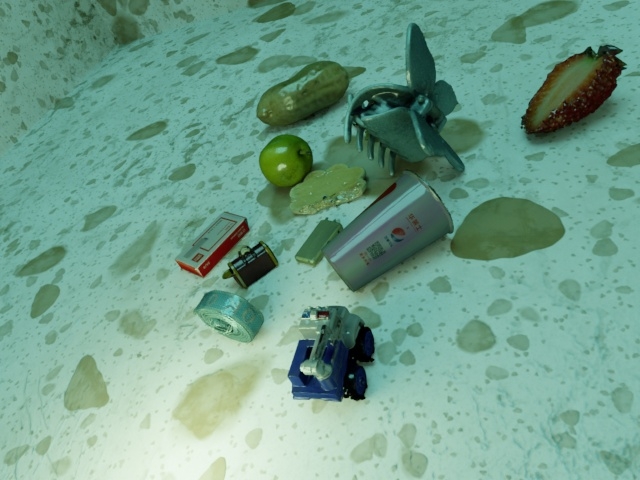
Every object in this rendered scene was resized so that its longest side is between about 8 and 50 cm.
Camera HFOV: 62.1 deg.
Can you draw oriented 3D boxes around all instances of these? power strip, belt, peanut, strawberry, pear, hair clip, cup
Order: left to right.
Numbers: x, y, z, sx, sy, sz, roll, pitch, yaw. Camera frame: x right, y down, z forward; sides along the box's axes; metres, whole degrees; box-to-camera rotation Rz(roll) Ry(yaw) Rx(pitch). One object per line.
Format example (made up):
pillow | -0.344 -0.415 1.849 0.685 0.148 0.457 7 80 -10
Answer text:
belt | -0.222 0.189 1.300 0.163 0.147 0.082 -20 31 55
pear | -0.095 -0.265 1.703 0.216 0.166 0.180 -20 11 47
peanut | -0.073 -0.563 2.040 0.387 0.169 0.192 -26 33 -1
power strip | 0.000 0.000 1.480 0.076 0.028 0.169 13 54 38
cup | 0.153 -0.013 1.304 0.288 0.203 0.203 -37 40 -5
hair clip | 0.237 -0.334 1.493 0.238 0.318 0.392 -16 66 33
strawberry | 0.700 -0.393 1.497 0.306 0.138 0.233 -50 19 9

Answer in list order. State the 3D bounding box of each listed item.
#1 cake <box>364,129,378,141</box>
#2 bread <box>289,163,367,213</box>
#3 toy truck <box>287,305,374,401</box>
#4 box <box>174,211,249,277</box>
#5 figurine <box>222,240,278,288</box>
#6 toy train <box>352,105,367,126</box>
cake | 0.255 -0.391 1.724 0.235 0.100 0.099 -27 38 -3
bread | 0.024 -0.165 1.644 0.251 0.039 0.181 -17 39 10
toy truck | 0.009 0.226 1.105 0.161 0.177 0.213 -5 44 24
box | -0.327 0.008 1.627 0.123 0.050 0.229 17 55 39
figurine | -0.205 0.062 1.467 0.154 0.098 0.082 -33 43 -14
toy train | 0.171 -0.446 1.873 0.138 0.050 0.087 -25 36 0
